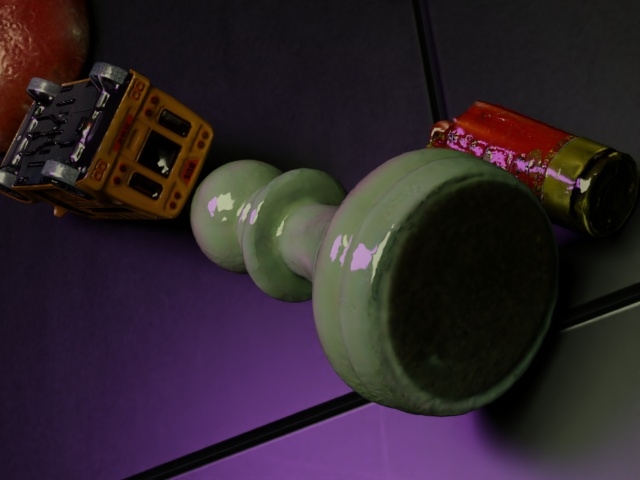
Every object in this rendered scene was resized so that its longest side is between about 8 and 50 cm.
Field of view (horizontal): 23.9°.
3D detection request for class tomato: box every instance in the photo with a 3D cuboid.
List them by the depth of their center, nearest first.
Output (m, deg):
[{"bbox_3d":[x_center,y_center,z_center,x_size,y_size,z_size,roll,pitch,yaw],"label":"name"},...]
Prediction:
[{"bbox_3d":[-0.248,-0.145,1.144,0.155,0.069,0.156,-16,61,31],"label":"tomato"}]

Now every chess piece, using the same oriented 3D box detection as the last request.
[{"bbox_3d":[0.000,0.000,0.866,0.271,0.139,0.139,20,82,53],"label":"chess piece"}]

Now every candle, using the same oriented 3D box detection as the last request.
[{"bbox_3d":[0.110,-0.044,0.835,0.130,0.052,0.052,26,86,41],"label":"candle"}]

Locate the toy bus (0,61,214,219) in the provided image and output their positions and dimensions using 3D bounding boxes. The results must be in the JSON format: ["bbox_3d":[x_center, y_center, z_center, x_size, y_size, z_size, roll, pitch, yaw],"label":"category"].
[{"bbox_3d":[-0.147,-0.057,0.990,0.194,0.088,0.083,3,67,62],"label":"toy bus"}]
